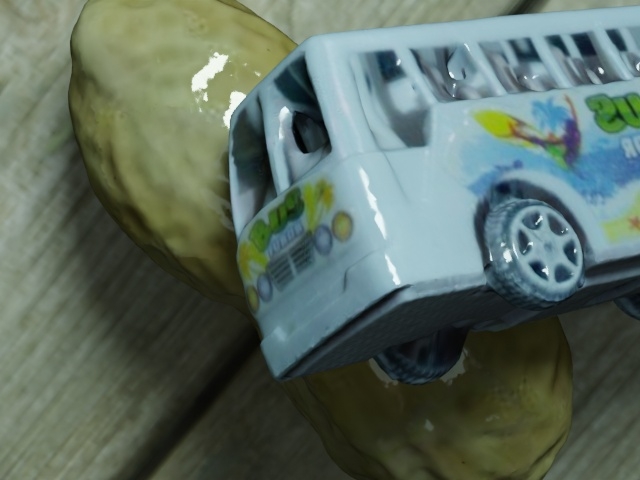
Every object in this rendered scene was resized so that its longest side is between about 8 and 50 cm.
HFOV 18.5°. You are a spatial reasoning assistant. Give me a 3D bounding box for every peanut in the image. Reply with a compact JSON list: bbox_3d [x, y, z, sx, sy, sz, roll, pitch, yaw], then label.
[{"bbox_3d":[0.000,0.000,0.927,0.313,0.149,0.149,42,98,-19],"label":"peanut"}]

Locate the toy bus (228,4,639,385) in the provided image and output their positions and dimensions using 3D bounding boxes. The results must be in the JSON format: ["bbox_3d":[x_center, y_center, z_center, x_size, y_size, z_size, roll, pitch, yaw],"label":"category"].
[{"bbox_3d":[0.108,-0.029,0.866,0.329,0.109,0.136,-10,72,-39],"label":"toy bus"}]
